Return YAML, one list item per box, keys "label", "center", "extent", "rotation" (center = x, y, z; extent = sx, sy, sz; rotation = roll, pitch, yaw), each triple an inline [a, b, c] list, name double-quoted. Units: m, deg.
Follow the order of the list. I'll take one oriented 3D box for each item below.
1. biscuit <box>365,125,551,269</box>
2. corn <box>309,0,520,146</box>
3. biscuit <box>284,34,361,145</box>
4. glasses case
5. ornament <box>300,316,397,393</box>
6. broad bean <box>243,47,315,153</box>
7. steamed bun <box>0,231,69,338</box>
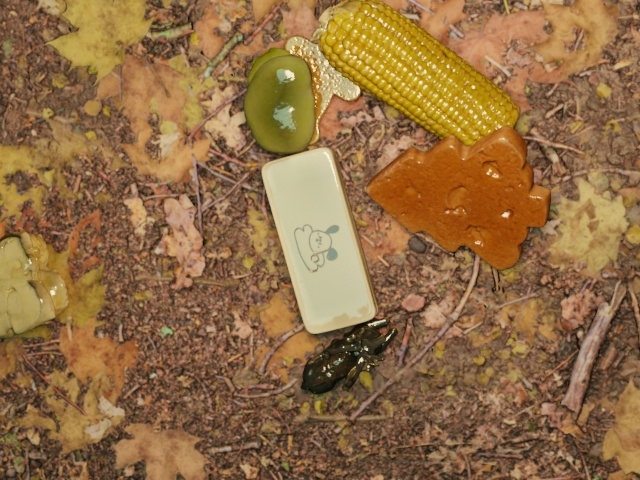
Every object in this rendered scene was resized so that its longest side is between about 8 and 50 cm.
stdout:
- label: "biscuit"
  center: [0.227, -0.078, 1.636]
  extent: [0.306, 0.043, 0.284]
  rotation: [9, 133, 15]
- label: "corn"
  center: [0.166, -0.265, 1.605]
  extent: [0.387, 0.144, 0.144]
  rotation: [30, 101, -8]
- label: "biscuit"
  center: [-0.005, -0.284, 1.694]
  extent: [0.158, 0.035, 0.240]
  rotation: [40, 101, -1]
- label: "glasses case"
  center: [0.000, 0.000, 1.713]
  extent: [0.131, 0.070, 0.312]
  rotation: [-14, 96, 9]
- label: "ornament"
  center: [0.028, 0.209, 1.653]
  extent: [0.202, 0.236, 0.080]
  rotation: [-36, 88, 11]
- label: "broad bean"
  center: [-0.068, -0.234, 1.652]
  extent: [0.124, 0.082, 0.174]
  rotation: [8, 99, 10]
- label: "steamed bun"
  center: [-0.545, 0.088, 1.787]
  extent: [0.192, 0.106, 0.177]
  rotation: [-31, 79, 23]
